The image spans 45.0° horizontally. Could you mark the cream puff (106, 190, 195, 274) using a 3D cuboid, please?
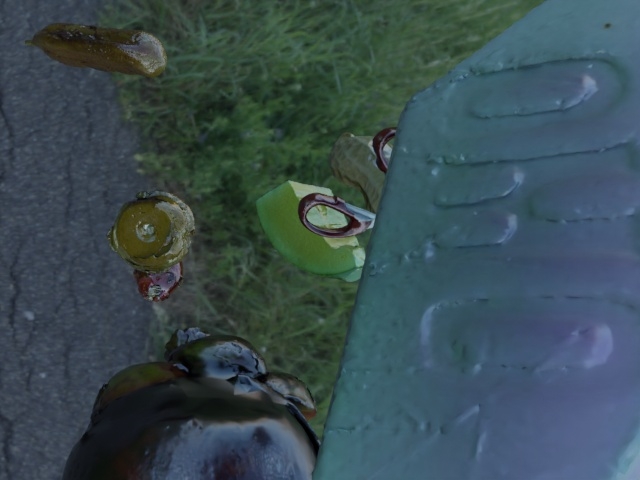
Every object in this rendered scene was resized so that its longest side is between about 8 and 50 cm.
[{"bbox_3d":[-0.247,-0.010,1.155,0.119,0.133,0.104,57,19,5],"label":"cream puff"}]

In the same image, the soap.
[{"bbox_3d":[0.171,0.013,0.566,0.156,0.261,0.446,47,49,-43],"label":"soap"}]

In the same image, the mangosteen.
[{"bbox_3d":[-0.169,0.347,1.120,0.421,0.381,0.381,-88,154,-61],"label":"mangosteen"}]

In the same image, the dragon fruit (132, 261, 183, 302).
[{"bbox_3d":[-0.412,0.068,1.992,0.125,0.125,0.246,52,9,-17],"label":"dragon fruit"}]

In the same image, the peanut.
[{"bbox_3d":[0.118,-0.107,1.459,0.120,0.298,0.136,11,119,-48],"label":"peanut"}]

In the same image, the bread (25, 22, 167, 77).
[{"bbox_3d":[-0.465,-0.395,1.565,0.124,0.344,0.084,45,60,-64],"label":"bread"}]

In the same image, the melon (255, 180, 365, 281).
[{"bbox_3d":[0.000,0.000,1.619,0.196,0.323,0.124,1,126,-27],"label":"melon"}]

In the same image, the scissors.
[{"bbox_3d":[0.099,-0.014,0.833,0.247,0.144,0.017,36,22,-38],"label":"scissors"}]
